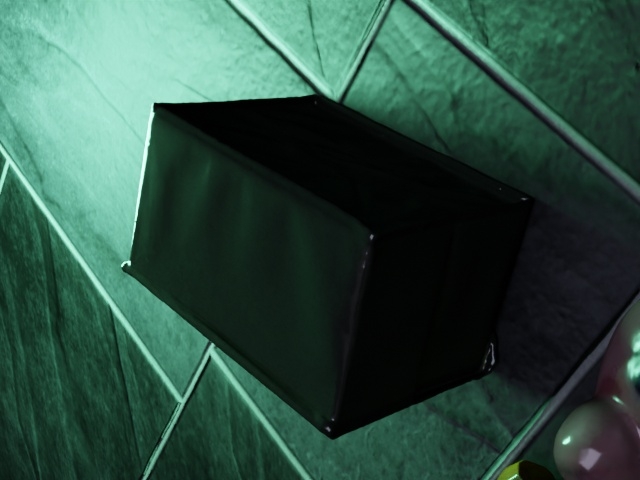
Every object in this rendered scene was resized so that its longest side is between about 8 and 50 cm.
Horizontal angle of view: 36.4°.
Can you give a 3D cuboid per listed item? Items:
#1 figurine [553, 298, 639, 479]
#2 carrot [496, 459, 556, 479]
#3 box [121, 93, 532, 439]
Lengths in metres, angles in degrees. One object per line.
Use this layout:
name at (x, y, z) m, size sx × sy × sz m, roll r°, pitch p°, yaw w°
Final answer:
figurine at (0.333, 0.126, 0.745) m, size 0.270 × 0.261 × 0.211 m, roll -4°, pitch 64°, yaw 51°
carrot at (0.172, 0.337, 1.028) m, size 0.070 × 0.070 × 0.260 m, roll 44°, pitch 126°, yaw 30°
box at (0.000, 0.001, 1.004) m, size 0.345 × 0.251 × 0.204 m, roll 31°, pitch 118°, yaw 37°
